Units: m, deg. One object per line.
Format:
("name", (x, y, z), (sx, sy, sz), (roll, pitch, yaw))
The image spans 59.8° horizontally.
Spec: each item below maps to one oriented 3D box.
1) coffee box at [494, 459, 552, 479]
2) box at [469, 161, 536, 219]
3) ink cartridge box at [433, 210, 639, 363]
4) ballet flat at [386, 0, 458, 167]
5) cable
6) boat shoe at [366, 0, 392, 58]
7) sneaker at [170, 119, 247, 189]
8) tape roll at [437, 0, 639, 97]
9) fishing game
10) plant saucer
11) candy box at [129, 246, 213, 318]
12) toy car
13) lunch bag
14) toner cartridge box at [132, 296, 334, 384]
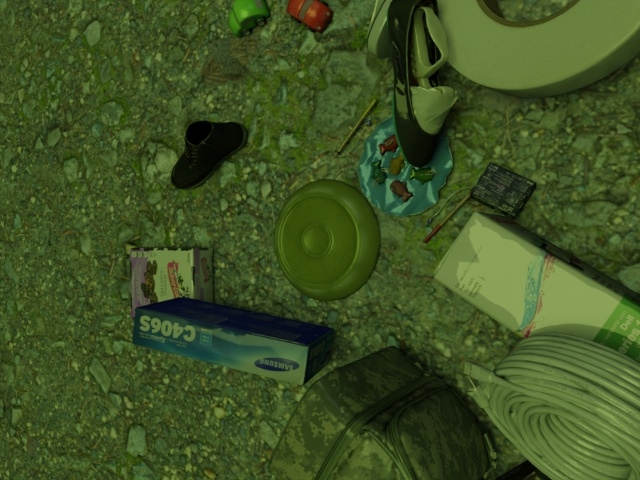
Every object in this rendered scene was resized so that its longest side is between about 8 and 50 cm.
("coffee box", (0.362, 0.473, 0.843), (0.141, 0.098, 0.247), (-44, 70, 23))
("box", (0.297, -0.082, 0.906), (0.083, 0.018, 0.067), (31, 83, 26))
("ink cartridge box", (0.330, 0.076, 0.797), (0.278, 0.201, 0.117), (36, 107, 25))
("ballet flat", (0.162, -0.258, 0.891), (0.096, 0.095, 0.281), (2, 105, 54))
("cable", (0.324, 0.226, 0.665), (0.257, 0.089, 0.257), (54, 154, -16))
("boat shoe", (0.138, -0.452, 0.966), (0.088, 0.096, 0.268), (32, 105, 30))
("sneaker", (-0.273, -0.189, 1.191), (0.222, 0.118, 0.083), (-35, 74, 26))
("tape roll", (0.332, -0.410, 0.818), (0.392, 0.072, 0.392), (0, 90, 43))
("fishing game", (0.146, -0.134, 0.996), (0.189, 0.041, 0.264), (-48, 69, 23))
("plant saucer", (0.000, 0.000, 1.083), (0.240, 0.037, 0.241), (1, 92, 30))
("candy box", (-0.338, 0.097, 1.260), (0.196, 0.070, 0.165), (-1, 90, 30))
("toy car", (-0.108, -0.492, 1.129), (0.224, 0.053, 0.239), (-24, 78, 28))
("lunch bag", (0.115, 0.331, 0.873), (0.256, 0.305, 0.213), (38, 111, 28))
("toner cartridge box", (-0.164, 0.183, 1.067), (0.347, 0.165, 0.075), (9, 96, 17))
